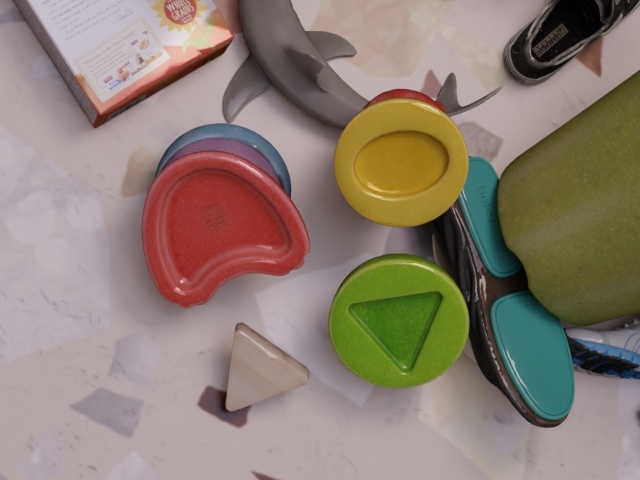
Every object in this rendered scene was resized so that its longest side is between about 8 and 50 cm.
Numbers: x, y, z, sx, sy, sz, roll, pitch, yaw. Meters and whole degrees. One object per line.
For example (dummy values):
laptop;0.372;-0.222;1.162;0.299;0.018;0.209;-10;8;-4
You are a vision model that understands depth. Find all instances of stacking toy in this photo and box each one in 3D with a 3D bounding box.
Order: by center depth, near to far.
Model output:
stacking toy;0.000;0.000;1.559;0.309;0.130;0.279;-11;111;7

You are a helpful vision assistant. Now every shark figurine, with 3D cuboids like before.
shark figurine;0.019;-0.157;1.590;0.278;0.116;0.166;30;78;-4

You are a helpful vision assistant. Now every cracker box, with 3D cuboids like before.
cracker box;-0.211;-0.247;1.575;0.156;0.067;0.232;-32;90;-15

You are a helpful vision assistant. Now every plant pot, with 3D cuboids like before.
plant pot;0.315;-0.044;1.537;0.276;0.254;0.276;30;47;-38

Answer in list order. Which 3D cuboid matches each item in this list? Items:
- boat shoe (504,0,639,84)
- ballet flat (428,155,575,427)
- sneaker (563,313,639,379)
boat shoe;0.280;-0.243;1.678;0.078;0.070;0.219;44;76;-3
ballet flat;0.169;0.055;1.595;0.095;0.096;0.280;-7;74;-32
sneaker;0.323;0.098;1.644;0.191;0.071;0.083;11;73;-19
